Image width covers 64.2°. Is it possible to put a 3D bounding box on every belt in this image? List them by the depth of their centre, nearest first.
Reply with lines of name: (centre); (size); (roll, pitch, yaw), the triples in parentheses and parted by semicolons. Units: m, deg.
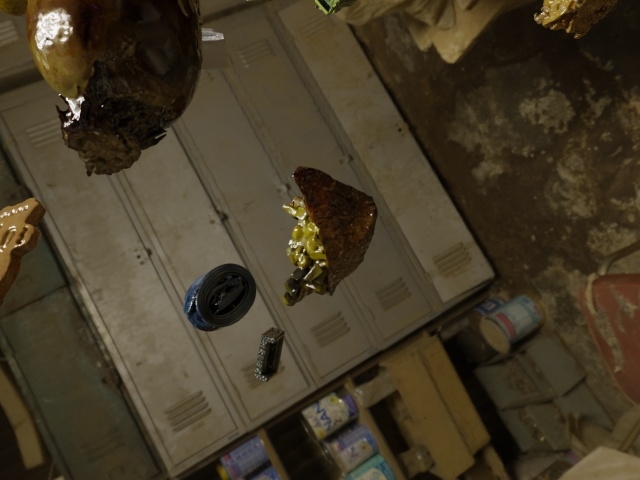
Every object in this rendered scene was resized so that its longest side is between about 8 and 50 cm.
belt: (-0.250, 0.142, 1.259); (0.141, 0.190, 0.082); (52, 137, -8)

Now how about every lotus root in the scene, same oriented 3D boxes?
lotus root: (-0.198, -0.226, 0.514); (0.169, 0.141, 0.314); (23, -117, -63)

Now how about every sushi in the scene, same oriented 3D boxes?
sushi: (0.000, 0.003, 0.885); (0.296, 0.179, 0.167); (114, 138, -69)

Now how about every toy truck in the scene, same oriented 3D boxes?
toy truck: (0.048, -0.707, 1.484); (0.077, 0.169, 0.100); (46, 133, -6)

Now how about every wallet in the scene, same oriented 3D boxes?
wallet: (-0.195, -0.334, 0.897); (0.122, 0.061, 0.025); (147, 124, -82)

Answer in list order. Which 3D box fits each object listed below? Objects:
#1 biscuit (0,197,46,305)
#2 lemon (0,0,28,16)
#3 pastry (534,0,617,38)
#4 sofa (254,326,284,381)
biscuit: (-0.429, 0.021, 0.670); (0.133, 0.184, 0.027); (-2, 146, 30)
lemon: (-0.613, -0.555, 1.053); (0.170, 0.207, 0.170); (55, -162, -28)
pastry: (0.533, -0.513, 0.977); (0.250, 0.154, 0.102); (111, 149, -60)
sofa: (-0.122, 0.274, 1.228); (0.039, 0.060, 0.118); (16, 105, 21)
